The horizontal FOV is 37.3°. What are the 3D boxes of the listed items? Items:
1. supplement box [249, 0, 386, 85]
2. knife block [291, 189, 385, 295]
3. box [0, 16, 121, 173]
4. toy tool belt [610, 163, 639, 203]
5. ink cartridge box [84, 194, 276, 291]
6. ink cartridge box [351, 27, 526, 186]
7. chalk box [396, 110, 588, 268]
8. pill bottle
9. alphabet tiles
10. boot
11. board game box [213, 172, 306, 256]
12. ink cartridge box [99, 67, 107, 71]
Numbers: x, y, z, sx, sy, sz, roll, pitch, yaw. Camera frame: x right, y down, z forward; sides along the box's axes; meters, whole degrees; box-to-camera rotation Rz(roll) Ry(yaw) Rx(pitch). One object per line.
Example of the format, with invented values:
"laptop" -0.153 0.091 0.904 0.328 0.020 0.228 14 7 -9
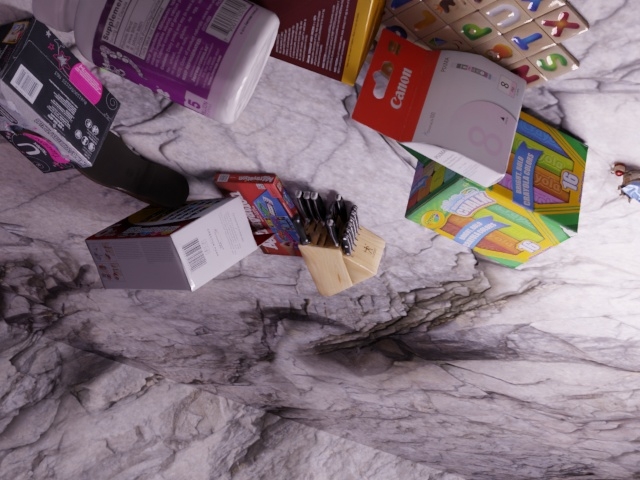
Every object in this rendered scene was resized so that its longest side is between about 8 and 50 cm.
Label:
"supplement box" -0.011 -0.352 1.333 0.194 0.129 0.191 20 151 4
"knife block" 0.000 0.000 2.003 0.242 0.088 0.276 31 150 -20
"box" -0.524 -0.263 1.765 0.142 0.163 0.247 -5 144 34
"toy tool belt" 0.520 -0.088 1.579 0.083 0.051 0.052 29 150 -18
"ink cartridge box" -0.299 -0.007 2.041 0.309 0.272 0.130 -2 113 43
"ink cartridge box" 0.182 -0.208 1.400 0.232 0.189 0.066 28 150 -15
"chalk box" 0.261 -0.108 1.547 0.289 0.179 0.180 23 152 -16
"pill bottle" -0.222 -0.290 1.278 0.301 0.169 0.169 25 151 -1
"alphabet tiles" 0.210 -0.307 1.420 0.285 0.011 0.342 35 147 -29
"boot" -0.433 -0.147 1.990 0.305 0.112 0.115 30 160 -25
"board game box" -0.109 -0.051 2.041 0.145 0.027 0.281 5 149 26
"ink cartridge box" -0.216 -0.328 1.464 0.235 0.056 0.171 2 146 -19
